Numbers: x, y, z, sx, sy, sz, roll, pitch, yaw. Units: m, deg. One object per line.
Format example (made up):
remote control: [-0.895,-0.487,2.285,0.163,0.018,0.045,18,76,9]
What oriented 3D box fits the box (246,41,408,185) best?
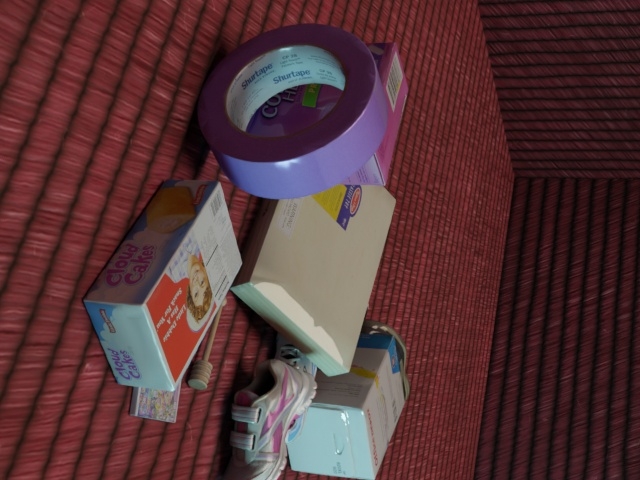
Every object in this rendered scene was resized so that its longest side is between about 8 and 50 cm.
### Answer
box: [0.001,-0.210,1.749,0.117,0.243,0.214,66,33,-50]

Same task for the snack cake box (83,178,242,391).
snack cake box: [-0.203,0.054,1.431,0.264,0.089,0.152,-65,152,-47]

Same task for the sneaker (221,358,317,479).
sneaker: [-0.107,0.299,1.724,0.111,0.103,0.252,44,55,-32]

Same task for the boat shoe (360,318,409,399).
boat shoe: [0.122,0.298,2.303,0.355,0.132,0.130,66,32,-49]

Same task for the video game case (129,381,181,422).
video game case: [-0.228,0.207,1.487,0.122,0.011,0.087,36,58,-66]

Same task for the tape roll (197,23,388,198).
tape roll: [-0.041,-0.196,1.586,0.090,0.274,0.275,65,33,-50]

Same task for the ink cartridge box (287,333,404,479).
ink cartridge box: [0.045,0.311,2.029,0.233,0.168,0.171,-58,144,-55]

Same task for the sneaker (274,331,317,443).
sneaker: [-0.053,0.241,1.869,0.086,0.085,0.237,64,32,-72]

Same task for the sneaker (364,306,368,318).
sneaker: [0.041,0.030,2.095,0.281,0.106,0.162,70,26,-45]

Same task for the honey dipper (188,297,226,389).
honey dipper: [-0.169,0.151,1.626,0.030,0.030,0.161,66,29,-50]

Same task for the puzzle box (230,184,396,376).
puzzle box: [0.000,0.000,1.892,0.272,0.052,0.409,45,45,-30]
